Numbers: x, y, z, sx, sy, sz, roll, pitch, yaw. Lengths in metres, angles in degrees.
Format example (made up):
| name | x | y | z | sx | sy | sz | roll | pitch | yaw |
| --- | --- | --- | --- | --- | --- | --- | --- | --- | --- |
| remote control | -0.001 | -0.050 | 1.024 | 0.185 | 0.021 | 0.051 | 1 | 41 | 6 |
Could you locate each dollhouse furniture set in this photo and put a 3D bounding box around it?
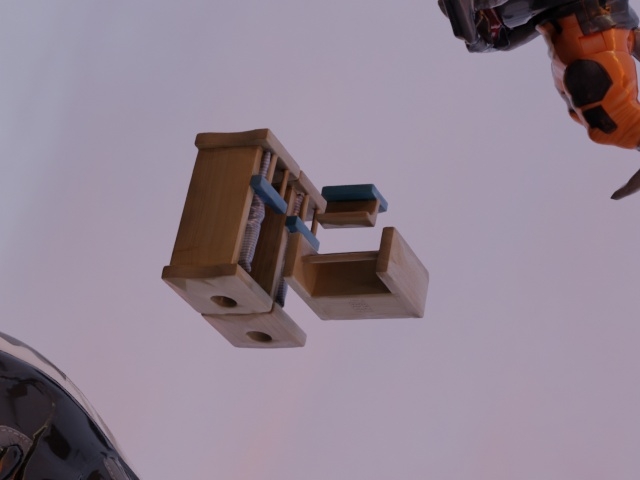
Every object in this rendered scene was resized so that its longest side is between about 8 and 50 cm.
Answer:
| name | x | y | z | sx | sy | sz | roll | pitch | yaw |
| --- | --- | --- | --- | --- | --- | --- | --- | --- | --- |
| dollhouse furniture set | 0.000 | 0.000 | 1.191 | 0.183 | 0.129 | 0.129 | -2 | -119 | 26 |

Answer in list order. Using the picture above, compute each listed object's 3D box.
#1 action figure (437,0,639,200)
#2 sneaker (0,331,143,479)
| name | x | y | z | sx | sy | sz | roll | pitch | yaw |
| --- | --- | --- | --- | --- | --- | --- | --- | --- | --- |
| action figure | 0.217 | -0.192 | 1.297 | 0.178 | 0.341 | 0.330 | -28 | -83 | 16 |
| sneaker | -0.086 | 0.130 | 0.591 | 0.107 | 0.283 | 0.124 | -51 | -150 | -8 |
